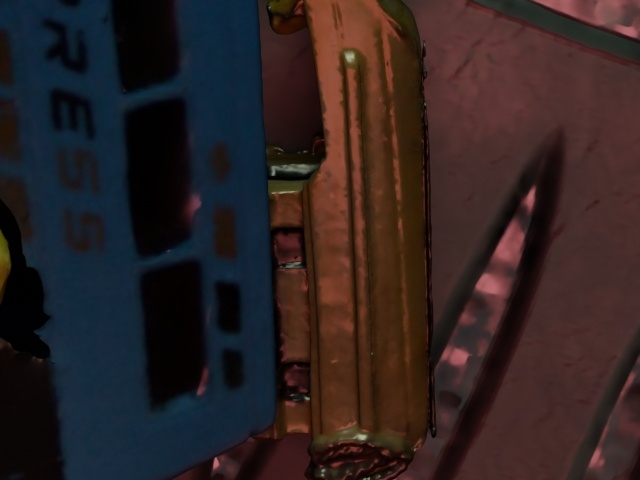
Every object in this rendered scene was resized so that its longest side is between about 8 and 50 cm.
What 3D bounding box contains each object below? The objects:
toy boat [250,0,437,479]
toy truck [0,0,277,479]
[{"bbox_3d":[0.000,0.000,0.653,0.088,0.068,0.226,-2,111,5],"label":"toy boat"},{"bbox_3d":[-0.116,-0.102,0.555,0.162,0.161,0.385,-16,113,-30],"label":"toy truck"}]
